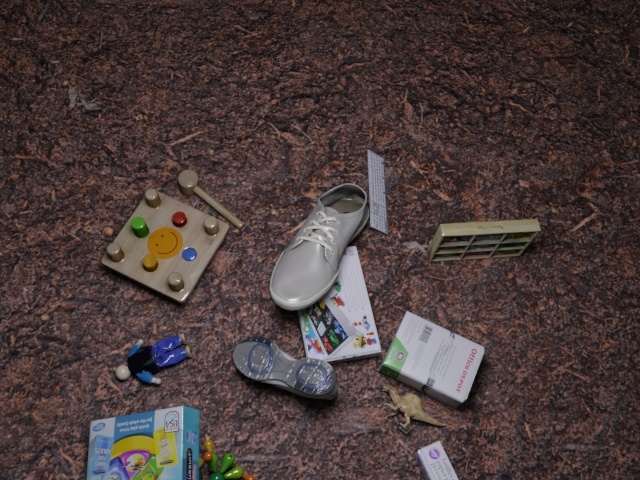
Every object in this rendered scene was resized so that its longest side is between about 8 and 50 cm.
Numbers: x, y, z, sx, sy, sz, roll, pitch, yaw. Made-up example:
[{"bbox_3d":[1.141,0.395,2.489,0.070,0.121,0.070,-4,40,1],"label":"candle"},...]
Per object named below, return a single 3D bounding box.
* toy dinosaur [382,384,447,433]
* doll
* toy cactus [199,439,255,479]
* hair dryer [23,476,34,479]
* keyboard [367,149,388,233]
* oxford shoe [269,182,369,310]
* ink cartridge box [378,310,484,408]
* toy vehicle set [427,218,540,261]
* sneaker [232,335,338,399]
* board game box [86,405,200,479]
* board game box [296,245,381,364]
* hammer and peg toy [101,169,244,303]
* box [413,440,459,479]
[{"bbox_3d":[0.224,0.428,1.641,0.183,0.053,0.093,33,65,12],"label":"toy dinosaur"},{"bbox_3d":[-0.423,0.303,1.666,0.189,0.046,0.129,-21,66,-13],"label":"doll"},{"bbox_3d":[-0.249,0.576,1.524,0.219,0.112,0.180,33,76,3],"label":"toy cactus"},{"bbox_3d":[-0.652,0.674,1.454,0.223,0.080,0.294,1,64,-2],"label":"hair dryer"},{"bbox_3d":[0.164,-0.142,1.912,0.014,0.072,0.256,-21,57,35],"label":"keyboard"},{"bbox_3d":[0.000,0.000,1.734,0.169,0.130,0.449,21,49,18],"label":"oxford shoe"},{"bbox_3d":[0.282,0.304,1.682,0.219,0.092,0.160,26,66,8],"label":"ink cartridge box"},{"bbox_3d":[0.438,0.001,1.798,0.266,0.166,0.035,-3,64,-5],"label":"toy vehicle set"},{"bbox_3d":[-0.089,0.331,1.642,0.297,0.129,0.111,19,65,26],"label":"sneaker"},{"bbox_3d":[-0.397,0.558,1.473,0.253,0.079,0.336,-14,63,17],"label":"board game box"},{"bbox_3d":[0.032,0.171,1.753,0.193,0.053,0.305,-8,65,-8],"label":"board game box"},{"bbox_3d":[-0.381,-0.030,1.784,0.266,0.127,0.361,25,65,9],"label":"hammer and peg toy"},{"bbox_3d":[0.319,0.634,1.541,0.063,0.067,0.324,-20,68,-13],"label":"box"}]
